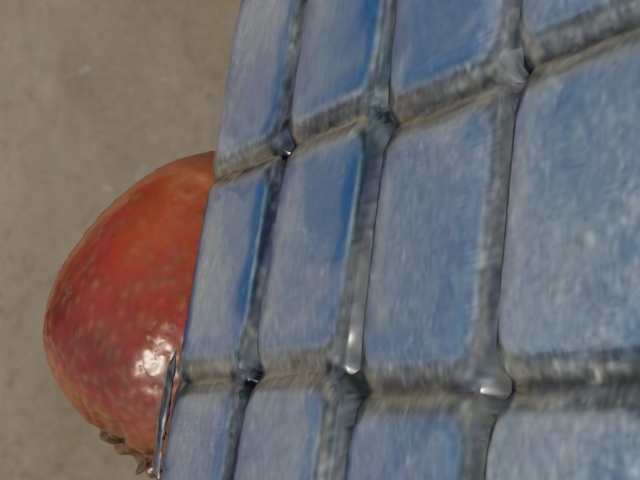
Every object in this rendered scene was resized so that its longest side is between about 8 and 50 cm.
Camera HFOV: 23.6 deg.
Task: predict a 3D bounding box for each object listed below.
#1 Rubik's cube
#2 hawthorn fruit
[{"bbox_3d":[0.166,-0.005,0.515,0.337,0.344,0.344,165,113,-66],"label":"Rubik's cube"},{"bbox_3d":[0.000,0.000,0.747,0.285,0.165,0.165,-43,41,-6],"label":"hawthorn fruit"}]
